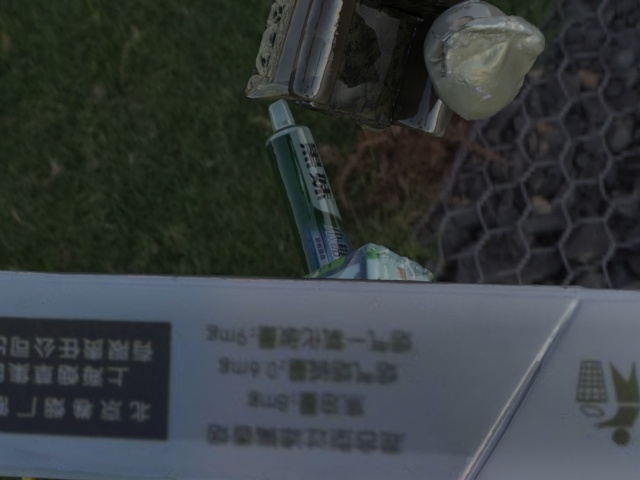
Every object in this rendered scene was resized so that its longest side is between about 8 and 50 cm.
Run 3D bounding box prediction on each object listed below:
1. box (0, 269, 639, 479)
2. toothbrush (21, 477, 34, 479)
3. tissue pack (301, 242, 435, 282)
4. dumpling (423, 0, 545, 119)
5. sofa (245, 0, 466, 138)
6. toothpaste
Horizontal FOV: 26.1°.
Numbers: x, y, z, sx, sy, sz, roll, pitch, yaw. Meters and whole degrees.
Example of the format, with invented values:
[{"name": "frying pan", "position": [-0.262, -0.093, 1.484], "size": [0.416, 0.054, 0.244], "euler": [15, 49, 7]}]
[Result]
[{"name": "box", "position": [0.004, 0.047, 0.472], "size": [0.243, 0.155, 0.067], "euler": [1, 88, 12]}, {"name": "toothbrush", "position": [-0.337, 0.268, 1.603], "size": [0.021, 0.024, 0.288], "euler": [2, 51, -7]}, {"name": "tissue pack", "position": [0.023, 0.190, 1.528], "size": [0.228, 0.128, 0.311], "euler": [-28, 53, 40]}, {"name": "dumpling", "position": [0.179, -0.200, 1.515], "size": [0.136, 0.199, 0.118], "euler": [-24, 78, -6]}, {"name": "sofa", "position": [0.067, -0.220, 1.573], "size": [0.182, 0.258, 0.200], "euler": [22, 97, 43]}, {"name": "toothpaste", "position": [0.000, 0.000, 1.764], "size": [0.061, 0.098, 0.392], "euler": [-30, 73, 44]}]
